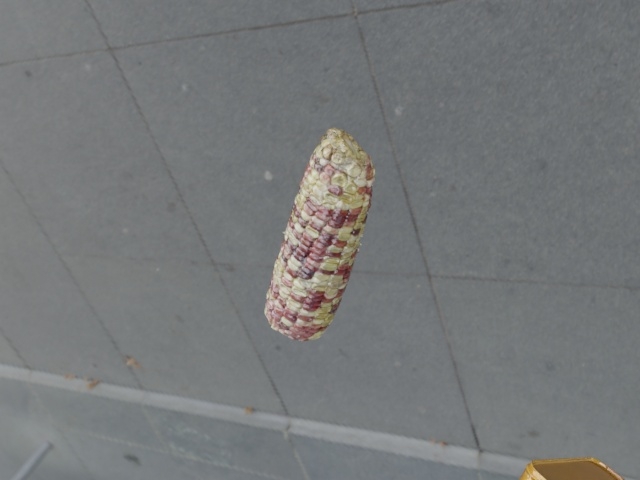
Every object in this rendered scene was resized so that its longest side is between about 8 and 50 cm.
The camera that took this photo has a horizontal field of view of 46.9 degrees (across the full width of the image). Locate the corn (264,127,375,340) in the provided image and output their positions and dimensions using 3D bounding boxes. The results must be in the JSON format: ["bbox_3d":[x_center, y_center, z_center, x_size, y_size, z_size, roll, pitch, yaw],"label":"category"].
[{"bbox_3d":[0.000,0.000,0.900,0.098,0.098,0.290,24,123,11],"label":"corn"}]

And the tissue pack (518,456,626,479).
[{"bbox_3d":[0.291,0.426,0.929,0.145,0.194,0.275,41,110,47],"label":"tissue pack"}]
